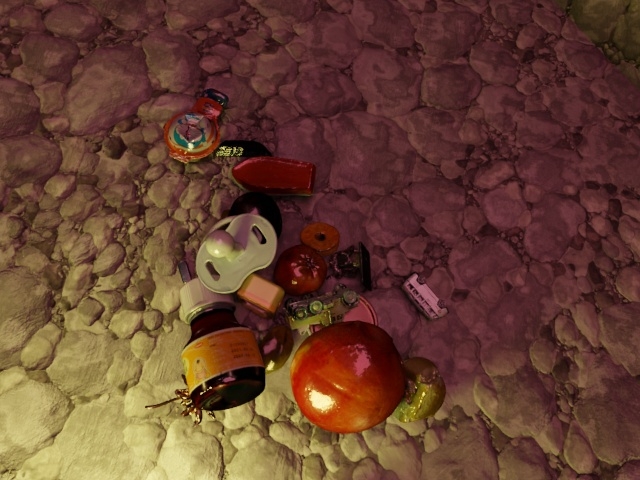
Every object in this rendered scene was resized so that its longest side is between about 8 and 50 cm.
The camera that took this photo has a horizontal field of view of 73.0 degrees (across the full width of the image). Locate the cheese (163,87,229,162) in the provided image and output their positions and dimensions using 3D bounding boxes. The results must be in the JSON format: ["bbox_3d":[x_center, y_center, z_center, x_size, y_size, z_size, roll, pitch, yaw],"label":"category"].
[{"bbox_3d":[-0.469,-0.442,1.655,0.216,0.129,0.330,26,71,0],"label":"cheese"}]

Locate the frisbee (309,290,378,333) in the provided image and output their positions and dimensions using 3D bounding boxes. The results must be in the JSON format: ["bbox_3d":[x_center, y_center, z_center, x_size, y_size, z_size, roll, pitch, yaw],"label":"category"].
[{"bbox_3d":[0.085,0.301,1.552,0.250,0.021,0.251,2,72,-7],"label":"frisbee"}]

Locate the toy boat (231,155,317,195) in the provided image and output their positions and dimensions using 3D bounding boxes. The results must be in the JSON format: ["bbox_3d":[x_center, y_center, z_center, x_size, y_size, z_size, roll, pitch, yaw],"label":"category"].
[{"bbox_3d":[-0.180,-0.235,1.637,0.331,0.133,0.145,6,77,6],"label":"toy boat"}]

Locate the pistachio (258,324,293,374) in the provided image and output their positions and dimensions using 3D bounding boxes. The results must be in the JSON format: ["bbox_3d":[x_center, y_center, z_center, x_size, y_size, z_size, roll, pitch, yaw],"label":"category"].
[{"bbox_3d":[-0.157,0.373,1.456,0.110,0.100,0.189,38,71,9],"label":"pistachio"}]

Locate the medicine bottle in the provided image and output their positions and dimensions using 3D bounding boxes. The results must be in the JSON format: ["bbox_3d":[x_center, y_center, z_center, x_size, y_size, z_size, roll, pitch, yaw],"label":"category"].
[{"bbox_3d":[-0.330,0.315,1.380,0.242,0.243,0.395,-18,56,-12],"label":"medicine bottle"}]

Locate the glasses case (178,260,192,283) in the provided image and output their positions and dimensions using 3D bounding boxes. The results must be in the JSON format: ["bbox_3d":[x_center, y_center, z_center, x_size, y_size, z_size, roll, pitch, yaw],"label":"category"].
[{"bbox_3d":[-0.481,0.115,1.536,0.033,0.023,0.083,-20,75,-7],"label":"glasses case"}]

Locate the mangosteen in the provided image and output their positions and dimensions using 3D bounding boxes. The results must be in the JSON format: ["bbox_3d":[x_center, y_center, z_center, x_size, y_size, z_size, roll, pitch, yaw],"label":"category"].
[{"bbox_3d":[-0.260,-0.061,1.534,0.249,0.211,0.212,-14,74,7],"label":"mangosteen"}]

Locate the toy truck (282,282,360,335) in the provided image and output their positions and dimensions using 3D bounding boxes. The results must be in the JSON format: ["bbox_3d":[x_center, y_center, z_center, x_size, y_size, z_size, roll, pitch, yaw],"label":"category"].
[{"bbox_3d":[0.009,0.245,1.501,0.259,0.128,0.135,-20,103,-14],"label":"toy truck"}]

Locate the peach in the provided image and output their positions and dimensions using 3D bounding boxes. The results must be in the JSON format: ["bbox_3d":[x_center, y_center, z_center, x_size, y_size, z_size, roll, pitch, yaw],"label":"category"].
[{"bbox_3d":[0.088,0.414,1.346,0.372,0.289,0.374,0,91,27],"label":"peach"}]

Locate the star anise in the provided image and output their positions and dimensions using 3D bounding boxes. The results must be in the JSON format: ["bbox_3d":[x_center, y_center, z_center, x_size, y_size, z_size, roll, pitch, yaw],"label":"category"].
[{"bbox_3d":[-0.417,0.491,1.397,0.233,0.073,0.177,23,59,-10],"label":"star anise"}]

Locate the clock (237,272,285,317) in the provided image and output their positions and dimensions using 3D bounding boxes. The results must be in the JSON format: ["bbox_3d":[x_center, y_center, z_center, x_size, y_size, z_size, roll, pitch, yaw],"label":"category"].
[{"bbox_3d":[-0.200,0.191,1.453,0.143,0.202,0.096,29,70,2],"label":"clock"}]

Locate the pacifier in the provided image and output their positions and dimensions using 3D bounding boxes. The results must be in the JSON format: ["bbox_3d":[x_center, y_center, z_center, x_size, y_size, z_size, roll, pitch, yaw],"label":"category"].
[{"bbox_3d":[-0.282,0.016,1.333,0.287,0.226,0.239,-34,73,0],"label":"pacifier"}]

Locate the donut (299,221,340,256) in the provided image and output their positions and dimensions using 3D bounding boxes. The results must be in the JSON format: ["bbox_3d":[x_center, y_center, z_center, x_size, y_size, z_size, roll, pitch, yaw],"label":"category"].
[{"bbox_3d":[0.000,0.000,1.588,0.151,0.058,0.152,-4,43,4],"label":"donut"}]

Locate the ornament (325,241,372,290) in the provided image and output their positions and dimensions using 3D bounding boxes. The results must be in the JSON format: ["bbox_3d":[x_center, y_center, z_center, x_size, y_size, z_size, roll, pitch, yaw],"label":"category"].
[{"bbox_3d":[0.077,0.098,1.589,0.195,0.153,0.167,-6,71,16],"label":"ornament"}]

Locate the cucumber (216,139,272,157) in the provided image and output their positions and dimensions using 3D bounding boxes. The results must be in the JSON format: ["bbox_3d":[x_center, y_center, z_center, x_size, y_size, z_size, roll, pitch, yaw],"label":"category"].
[{"bbox_3d":[-0.299,-0.367,1.701,0.219,0.046,0.071,2,65,-6],"label":"cucumber"}]

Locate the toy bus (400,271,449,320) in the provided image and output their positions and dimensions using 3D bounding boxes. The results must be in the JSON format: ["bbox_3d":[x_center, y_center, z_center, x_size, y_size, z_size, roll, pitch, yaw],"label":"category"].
[{"bbox_3d":[0.380,0.211,1.586,0.089,0.087,0.194,-38,81,-9],"label":"toy bus"}]

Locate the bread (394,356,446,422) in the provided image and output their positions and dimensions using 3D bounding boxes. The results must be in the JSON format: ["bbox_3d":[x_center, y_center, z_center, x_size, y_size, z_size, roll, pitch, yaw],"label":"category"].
[{"bbox_3d":[0.305,0.480,1.410,0.123,0.257,0.186,-10,53,-19],"label":"bread"}]

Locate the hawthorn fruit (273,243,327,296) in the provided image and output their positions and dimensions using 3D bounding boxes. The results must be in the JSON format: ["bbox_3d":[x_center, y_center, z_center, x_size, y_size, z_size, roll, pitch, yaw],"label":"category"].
[{"bbox_3d":[-0.082,0.116,1.512,0.179,0.200,0.179,21,49,-26],"label":"hawthorn fruit"}]
